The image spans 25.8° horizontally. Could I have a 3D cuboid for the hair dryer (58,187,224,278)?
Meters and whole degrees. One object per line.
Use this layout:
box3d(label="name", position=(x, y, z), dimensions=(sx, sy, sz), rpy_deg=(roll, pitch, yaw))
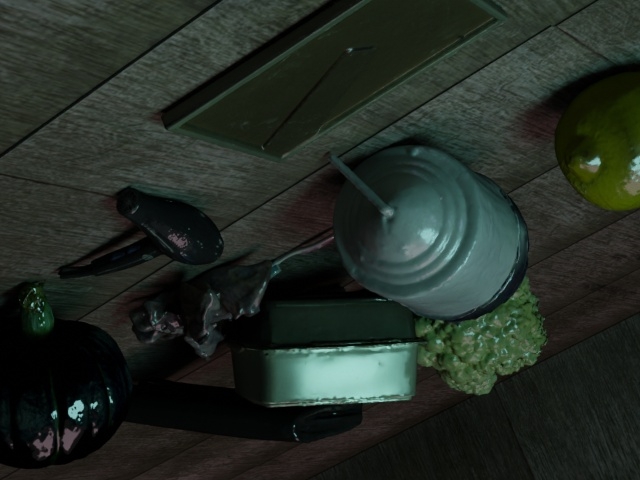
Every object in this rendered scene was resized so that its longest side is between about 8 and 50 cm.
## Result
box3d(label="hair dryer", position=(-0.249, 0.008, 1.753), dimensions=(0.219, 0.075, 0.195), rpy_deg=(-21, 154, 22))

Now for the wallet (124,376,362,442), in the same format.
box3d(label="wallet", position=(-0.155, 0.274, 2.293), dimensions=(0.406, 0.062, 0.228), rpy_deg=(3, -177, 29))

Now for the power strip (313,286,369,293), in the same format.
box3d(label="power strip", position=(-0.007, 0.142, 2.412), dimensions=(0.264, 0.059, 0.194), rpy_deg=(-13, 160, -25))

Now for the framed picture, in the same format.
box3d(label="framed picture", position=(0.022, -0.192, 1.540), dimensions=(0.335, 0.022, 0.247), rpy_deg=(-30, 161, 22))

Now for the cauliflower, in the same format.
box3d(label="cauliflower", position=(0.229, 0.104, 2.314), dimensions=(0.260, 0.327, 0.281), rpy_deg=(-7, -154, -2))

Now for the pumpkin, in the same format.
box3d(label="pumpkin", position=(-0.372, 0.168, 1.851), dimensions=(0.248, 0.248, 0.248), rpy_deg=(-20, 162, -7))

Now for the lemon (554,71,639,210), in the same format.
box3d(label="lemon", position=(0.426, -0.139, 1.917), dimensions=(0.248, 0.184, 0.184), rpy_deg=(-23, 165, -27))

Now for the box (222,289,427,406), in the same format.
box3d(label="box", position=(0.006, 0.166, 2.178), dimensions=(0.290, 0.166, 0.220), rpy_deg=(-1, -179, -19))

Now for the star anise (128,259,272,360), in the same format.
box3d(label="star anise", position=(-0.173, 0.109, 2.040), dimensions=(0.198, 0.111, 0.257), rpy_deg=(-10, 165, -34))

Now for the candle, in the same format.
box3d(label="candle", position=(0.145, -0.008, 1.899), dimensions=(0.221, 0.221, 0.342), rpy_deg=(-28, 161, 17))

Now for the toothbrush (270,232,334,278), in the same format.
box3d(label="toothbrush", position=(0.000, 0.000, 2.077), dimensions=(0.204, 0.022, 0.017), rpy_deg=(-31, 163, 16))
